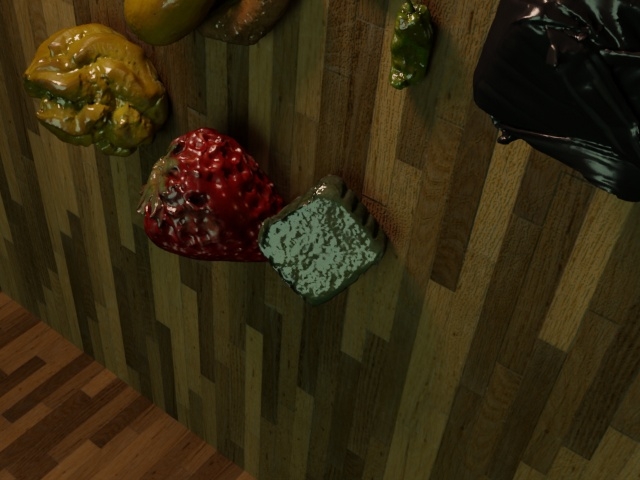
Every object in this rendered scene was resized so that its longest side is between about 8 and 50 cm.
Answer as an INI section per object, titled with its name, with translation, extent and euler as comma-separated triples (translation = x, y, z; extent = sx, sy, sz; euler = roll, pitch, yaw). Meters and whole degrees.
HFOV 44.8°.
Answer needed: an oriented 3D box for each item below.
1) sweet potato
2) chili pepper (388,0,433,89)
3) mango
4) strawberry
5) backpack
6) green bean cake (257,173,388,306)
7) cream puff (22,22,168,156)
[sweet potato]
translation = -0.137, -0.436, 1.492
extent = 0.342, 0.092, 0.113
euler = -16, 84, 48
[chili pepper]
translation = 0.155, -0.346, 1.300
extent = 0.072, 0.073, 0.204
euler = 16, 145, 11
[mango]
translation = -0.267, -0.492, 1.487
extent = 0.142, 0.195, 0.332
euler = 22, 151, -32
[strawberry]
translation = -0.214, -0.081, 1.747
extent = 0.345, 0.295, 0.317
euler = 23, 125, -23
[backpack]
translation = 0.421, -0.190, 1.001
extent = 0.446, 0.254, 0.363
euler = 27, 169, 8
[green bean cake]
translation = 0.000, 0.000, 1.616
extent = 0.227, 0.125, 0.222
euler = -38, 100, 16
[cream puff]
translation = -0.543, -0.333, 1.832
extent = 0.291, 0.257, 0.324
euler = 30, 137, 29
